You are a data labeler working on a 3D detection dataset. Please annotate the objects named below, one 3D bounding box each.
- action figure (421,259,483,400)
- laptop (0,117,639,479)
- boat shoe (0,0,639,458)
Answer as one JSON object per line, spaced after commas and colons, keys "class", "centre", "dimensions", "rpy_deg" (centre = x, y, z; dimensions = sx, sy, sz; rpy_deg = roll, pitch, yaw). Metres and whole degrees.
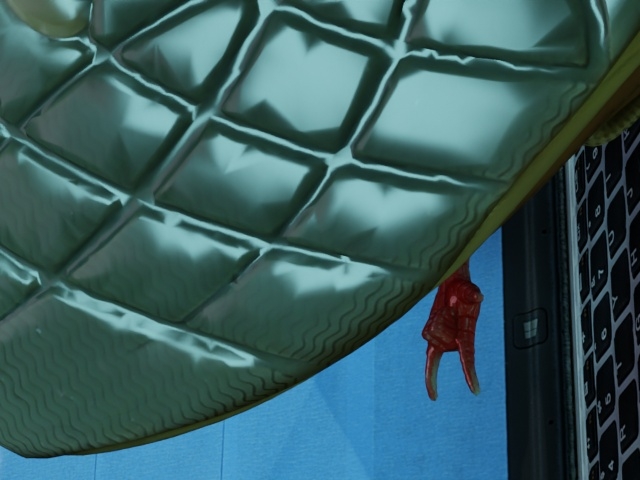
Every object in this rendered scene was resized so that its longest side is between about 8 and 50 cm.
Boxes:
{"class": "action figure", "centre": [-0.032, -0.015, 0.590], "dimensions": [0.280, 0.091, 0.139], "rpy_deg": [-22, 49, 50]}
{"class": "laptop", "centre": [0.000, 0.000, 0.632], "dimensions": [0.408, 0.236, 0.382], "rpy_deg": [111, 162, -63]}
{"class": "boat shoe", "centre": [0.042, -0.067, 0.429], "dimensions": [0.122, 0.324, 0.120], "rpy_deg": [55, -164, 14]}
